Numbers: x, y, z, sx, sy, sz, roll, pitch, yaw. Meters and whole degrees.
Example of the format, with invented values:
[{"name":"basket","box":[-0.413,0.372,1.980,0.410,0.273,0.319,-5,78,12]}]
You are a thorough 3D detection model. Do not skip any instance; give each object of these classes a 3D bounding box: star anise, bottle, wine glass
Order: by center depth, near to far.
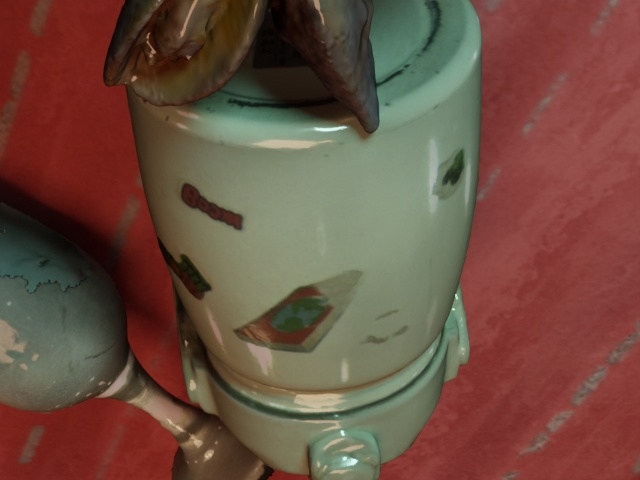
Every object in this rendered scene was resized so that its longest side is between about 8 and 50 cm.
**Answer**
[{"name":"star anise","box":[-0.019,-0.187,0.754,0.315,0.108,0.315,-6,123,-10]},{"name":"bottle","box":[0.000,0.000,1.027,0.229,0.229,0.351,0,132,7]},{"name":"wine glass","box":[-0.178,0.092,1.221,0.143,0.143,0.321,-29,128,34]}]
